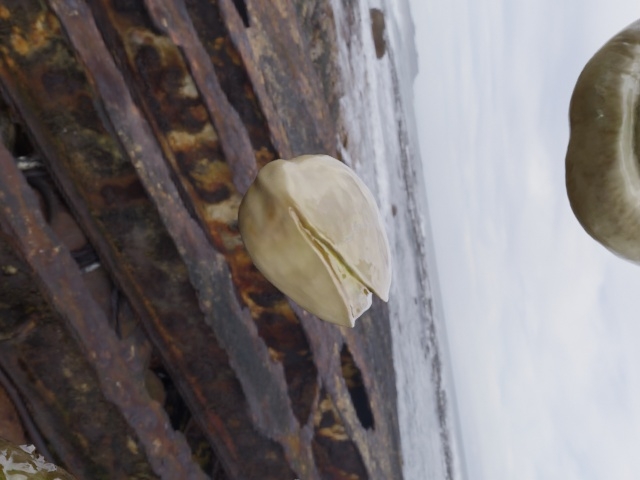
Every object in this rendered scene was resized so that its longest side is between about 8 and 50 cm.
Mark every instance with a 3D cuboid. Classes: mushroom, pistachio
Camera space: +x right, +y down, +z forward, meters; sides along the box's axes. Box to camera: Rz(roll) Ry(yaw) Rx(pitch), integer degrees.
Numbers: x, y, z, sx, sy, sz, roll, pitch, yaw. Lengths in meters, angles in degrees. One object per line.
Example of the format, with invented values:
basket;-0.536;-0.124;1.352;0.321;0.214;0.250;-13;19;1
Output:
mushroom;0.349;-0.092;0.564;0.260;0.254;0.234;41;5;15
pistachio;0.000;0.000;1.042;0.321;0.229;0.238;55;3;-28

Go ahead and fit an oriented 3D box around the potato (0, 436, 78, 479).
potato;-0.170;0.198;0.312;0.299;0.246;0.196;21;77;-37
